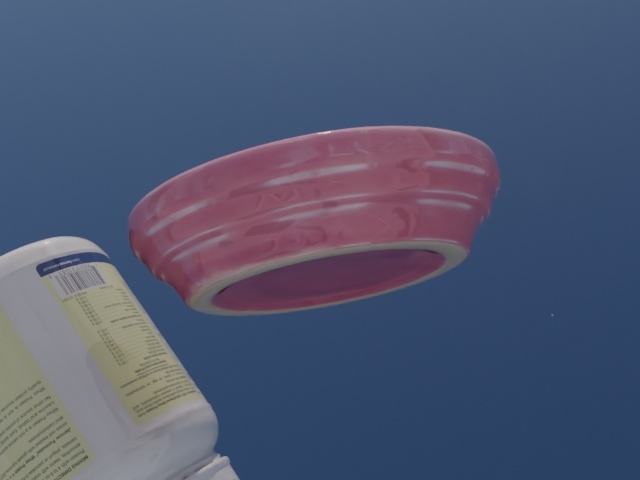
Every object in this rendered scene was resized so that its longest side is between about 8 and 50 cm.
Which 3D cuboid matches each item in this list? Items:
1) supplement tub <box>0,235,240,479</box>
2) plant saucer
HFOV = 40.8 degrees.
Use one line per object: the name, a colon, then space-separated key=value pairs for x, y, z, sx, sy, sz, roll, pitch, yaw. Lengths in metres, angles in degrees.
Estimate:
supplement tub: x=-0.258 y=0.185 z=0.927 sx=0.235 sy=0.235 sz=0.325 roll=-39 pitch=-102 yaw=9
plant saucer: x=0.000 y=0.000 z=0.764 sx=0.332 sy=0.332 sz=0.084 roll=-14 pitch=-105 yaw=14
